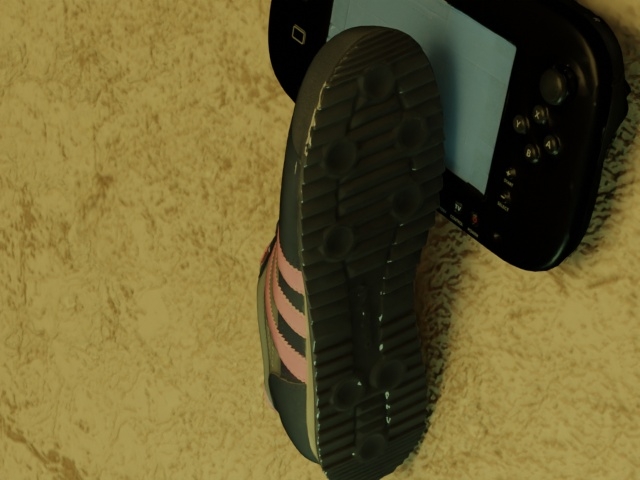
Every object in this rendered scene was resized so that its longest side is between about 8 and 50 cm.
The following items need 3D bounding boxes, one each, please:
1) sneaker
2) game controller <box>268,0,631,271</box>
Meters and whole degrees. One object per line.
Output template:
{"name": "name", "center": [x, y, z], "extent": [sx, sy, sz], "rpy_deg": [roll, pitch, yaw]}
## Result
{"name": "sneaker", "center": [0.000, 0.000, 1.213], "extent": [0.131, 0.112, 0.319], "rpy_deg": [40, 134, 48]}
{"name": "game controller", "center": [0.068, -0.112, 1.195], "extent": [0.319, 0.067, 0.166], "rpy_deg": [40, 122, 43]}
